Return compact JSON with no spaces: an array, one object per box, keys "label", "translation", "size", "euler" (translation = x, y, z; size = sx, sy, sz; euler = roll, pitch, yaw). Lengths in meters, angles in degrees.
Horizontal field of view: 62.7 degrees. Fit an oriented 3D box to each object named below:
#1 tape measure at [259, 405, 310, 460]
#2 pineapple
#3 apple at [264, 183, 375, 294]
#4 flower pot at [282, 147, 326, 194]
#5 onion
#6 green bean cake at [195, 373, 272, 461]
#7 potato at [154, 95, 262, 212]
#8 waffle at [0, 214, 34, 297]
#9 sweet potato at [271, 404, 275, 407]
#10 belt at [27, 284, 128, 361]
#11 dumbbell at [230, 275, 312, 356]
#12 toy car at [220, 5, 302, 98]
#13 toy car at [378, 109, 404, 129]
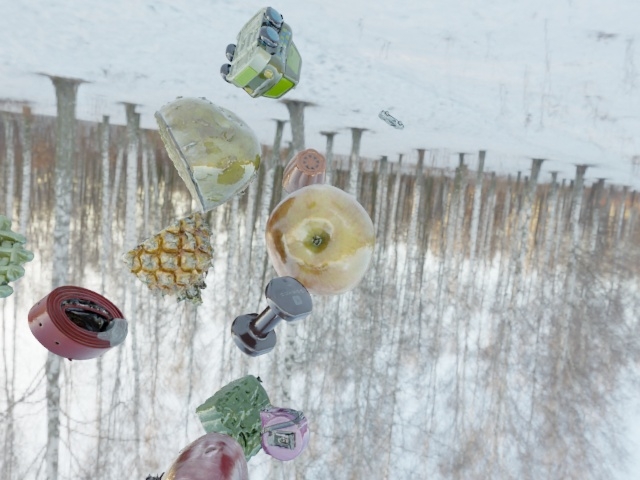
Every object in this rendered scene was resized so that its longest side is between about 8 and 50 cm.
[{"label":"tape measure","translation":[-0.089,0.462,1.258],"size":[0.125,0.118,0.074],"euler":[-4,177,20]},{"label":"pineapple","translation":[-0.399,0.066,1.666],"size":[0.209,0.286,0.344],"euler":[-22,-166,32]},{"label":"apple","translation":[0.000,0.000,1.787],"size":[0.392,0.391,0.346],"euler":[6,174,4]},{"label":"flower pot","translation":[-0.055,-0.285,2.172],"size":[0.191,0.190,0.173],"euler":[5,155,-12]},{"label":"onion","translation":[-0.311,0.639,1.265],"size":[0.286,0.347,0.347],"euler":[8,-174,7]},{"label":"green bean cake","translation":[-0.289,0.645,1.902],"size":[0.156,0.249,0.247],"euler":[-27,180,34]},{"label":"potato","translation":[-0.398,-0.358,1.948],"size":[0.319,0.442,0.385],"euler":[-28,155,-17]},{"label":"waffle","translation":[-0.830,0.037,1.182],"size":[0.309,0.056,0.292],"euler":[43,-122,13]},{"label":"sweet potato","translation":[-0.207,0.772,2.212],"size":[0.131,0.130,0.422],"euler":[7,152,12]},{"label":"belt","translation":[-0.806,0.287,1.777],"size":[0.115,0.227,0.324],"euler":[-32,138,22]},{"label":"dumbbell","translation":[-0.133,0.205,1.412],"size":[0.140,0.225,0.124],"euler":[-7,-123,-50]},{"label":"toy car","translation":[-0.141,-0.499,1.466],"size":[0.198,0.247,0.204],"euler":[30,139,-34]},{"label":"toy car","translation":[0.225,-0.380,1.675],"size":[0.093,0.025,0.041],"euler":[35,172,-4]}]
